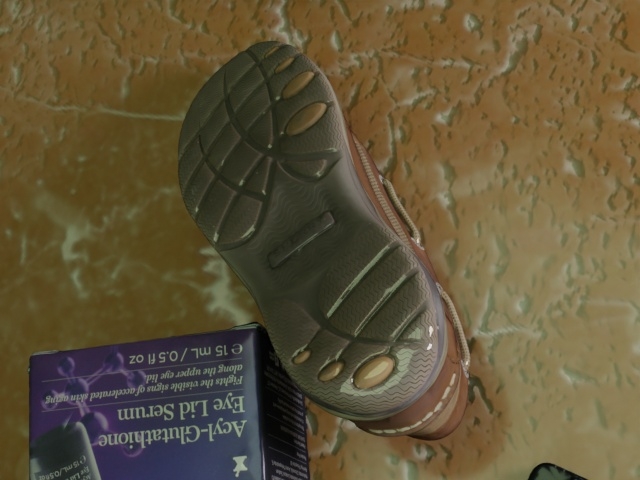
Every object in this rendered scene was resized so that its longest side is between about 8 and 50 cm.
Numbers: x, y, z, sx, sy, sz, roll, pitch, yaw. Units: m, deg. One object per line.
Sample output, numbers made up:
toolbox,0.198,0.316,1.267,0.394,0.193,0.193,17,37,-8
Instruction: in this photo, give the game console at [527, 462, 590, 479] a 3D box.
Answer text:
game console,0.157,0.195,0.740,0.122,0.071,0.107,23,81,20

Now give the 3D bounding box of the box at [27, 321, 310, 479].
box,-0.089,0.169,0.795,0.153,0.108,0.207,-9,71,12

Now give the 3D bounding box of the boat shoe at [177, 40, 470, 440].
boat shoe,0.000,0.000,0.818,0.123,0.116,0.324,-32,48,11
